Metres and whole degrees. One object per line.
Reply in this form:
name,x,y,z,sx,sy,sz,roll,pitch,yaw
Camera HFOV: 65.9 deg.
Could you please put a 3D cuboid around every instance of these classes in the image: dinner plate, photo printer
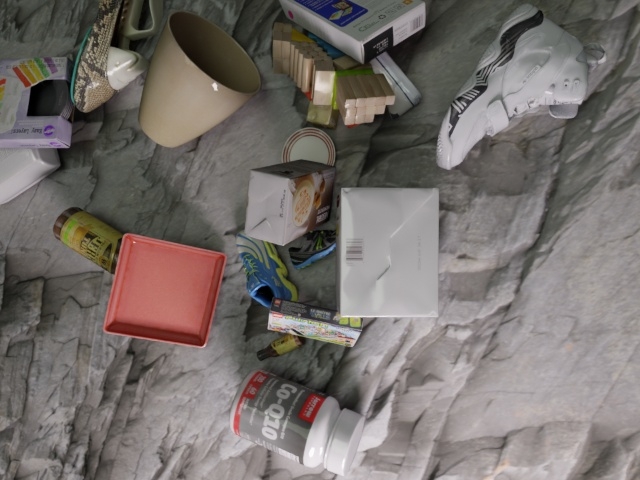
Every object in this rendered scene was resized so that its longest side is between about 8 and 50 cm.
dinner plate,-0.029,-0.207,1.217,0.141,0.017,0.141,0,90,19
photo printer,-0.956,-0.265,1.496,0.307,0.107,0.256,-27,80,17

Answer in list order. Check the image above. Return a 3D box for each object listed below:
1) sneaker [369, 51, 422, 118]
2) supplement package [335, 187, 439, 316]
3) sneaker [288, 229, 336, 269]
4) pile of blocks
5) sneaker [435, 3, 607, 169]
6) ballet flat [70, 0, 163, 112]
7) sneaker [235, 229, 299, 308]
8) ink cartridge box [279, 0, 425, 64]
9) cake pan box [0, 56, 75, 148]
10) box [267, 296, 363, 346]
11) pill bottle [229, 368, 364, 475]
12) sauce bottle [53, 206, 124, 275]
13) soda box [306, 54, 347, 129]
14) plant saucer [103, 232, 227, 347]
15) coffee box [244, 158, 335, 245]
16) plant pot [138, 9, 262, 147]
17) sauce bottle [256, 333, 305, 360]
sneaker,0.118,-0.391,1.127,0.091,0.094,0.258,-40,77,12
supplement package,0.136,0.024,1.059,0.203,0.145,0.262,1,89,-1
sneaker,0.000,0.000,1.178,0.188,0.067,0.078,-32,86,19
pile of blocks,0.019,-0.361,1.104,0.148,0.113,0.362,-28,59,-26
sneaker,0.399,-0.277,1.002,0.210,0.137,0.366,34,97,19
ballet flat,-0.532,-0.570,1.336,0.181,0.164,0.484,16,93,3
sneaker,-0.144,0.070,1.197,0.091,0.126,0.240,-42,77,14
ink cartridge box,0.042,-0.528,1.102,0.175,0.069,0.371,-36,58,-14
cake pan box,-0.810,-0.382,1.375,0.266,0.070,0.246,2,82,7
box,-0.014,0.188,1.125,0.206,0.114,0.036,12,58,-1
pill bottle,-0.053,0.419,1.142,0.283,0.161,0.162,15,94,19
sauce bottle,-0.565,0.028,1.351,0.344,0.111,0.112,28,98,12
soda box,0.019,-0.364,1.180,0.061,0.058,0.182,13,93,19
plant saucer,-0.397,0.129,1.272,0.258,0.047,0.259,13,94,-16
coffee box,-0.061,-0.093,1.093,0.098,0.246,0.141,14,108,20
plant pot,-0.329,-0.368,1.226,0.274,0.256,0.257,-39,77,32
sauce bottle,-0.101,0.264,1.224,0.128,0.042,0.042,-27,81,15
